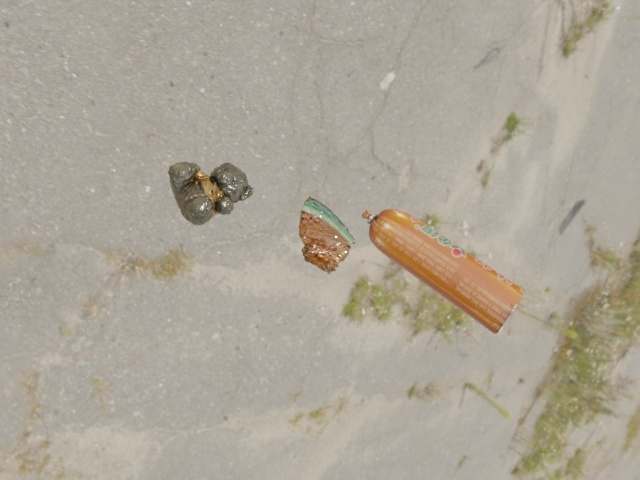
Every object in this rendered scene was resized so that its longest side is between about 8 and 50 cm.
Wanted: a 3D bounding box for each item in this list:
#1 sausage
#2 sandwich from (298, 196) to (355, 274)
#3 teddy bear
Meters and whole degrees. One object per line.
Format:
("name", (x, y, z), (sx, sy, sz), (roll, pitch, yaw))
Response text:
("sausage", (0.204, 0.035, 0.933), (0.093, 0.312, 0.093), (-48, 164, -18))
("sandwich", (-0.006, -0.007, 1.429), (0.160, 0.185, 0.109), (-50, -179, -24))
("teddy bear", (-0.267, -0.123, 1.302), (0.190, 0.177, 0.140), (-29, 154, -24))
